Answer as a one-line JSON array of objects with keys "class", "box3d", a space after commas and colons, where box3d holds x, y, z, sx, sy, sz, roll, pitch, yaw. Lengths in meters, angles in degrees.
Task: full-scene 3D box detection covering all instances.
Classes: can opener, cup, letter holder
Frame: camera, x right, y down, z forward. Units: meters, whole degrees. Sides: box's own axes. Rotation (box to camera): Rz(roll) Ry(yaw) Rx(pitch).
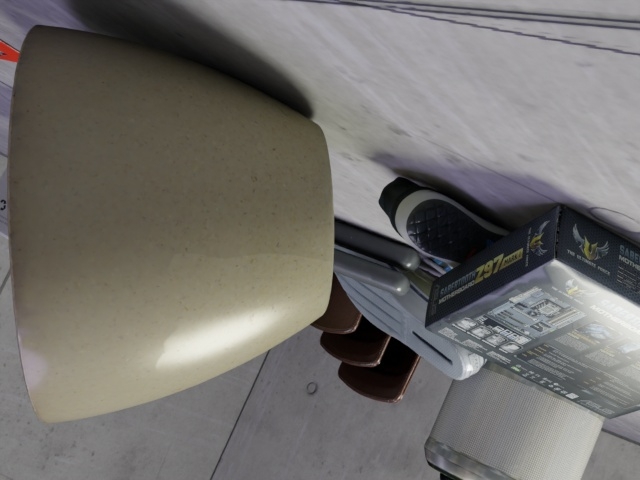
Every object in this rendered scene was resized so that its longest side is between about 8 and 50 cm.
[{"class": "can opener", "box3d": [0.000, 0.000, 1.265, 0.280, 0.074, 0.093, 22, 172, 20]}, {"class": "cup", "box3d": [-0.116, -0.016, 0.781, 0.237, 0.331, 0.331, -1, 176, -7]}, {"class": "letter holder", "box3d": [0.069, 0.174, 1.739, 0.152, 0.214, 0.302, 27, 173, -19]}]

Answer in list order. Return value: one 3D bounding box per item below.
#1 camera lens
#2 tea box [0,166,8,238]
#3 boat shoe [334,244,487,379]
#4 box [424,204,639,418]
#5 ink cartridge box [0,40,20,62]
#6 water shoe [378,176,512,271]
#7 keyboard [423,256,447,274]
[{"class": "camera lens", "box3d": [0.292, 0.250, 1.317, 0.219, 0.274, 0.219, 24, 173, 3]}, {"class": "tea box", "box3d": [-0.320, -0.019, 1.526, 0.329, 0.220, 0.323, 27, 175, 18]}, {"class": "boat shoe", "box3d": [0.135, 0.087, 1.310, 0.302, 0.094, 0.109, 41, 144, 35]}, {"class": "box", "box3d": [0.239, 0.074, 0.809, 0.232, 0.059, 0.183, 26, 148, -17]}, {"class": "ink cartridge box", "box3d": [-0.483, -0.255, 1.092, 0.189, 0.066, 0.232, 18, 166, 40]}, {"class": "water shoe", "box3d": [0.140, -0.002, 0.886, 0.203, 0.073, 0.080, 36, -172, -37]}, {"class": "keyboard", "box3d": [0.222, 0.084, 1.167, 0.072, 0.014, 0.256, 36, -178, -34]}]
